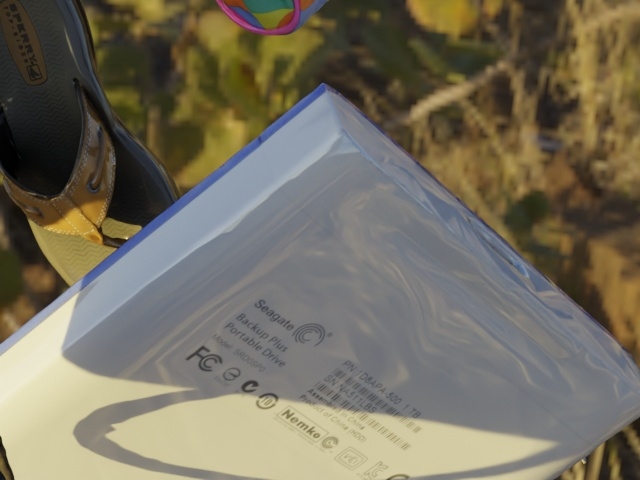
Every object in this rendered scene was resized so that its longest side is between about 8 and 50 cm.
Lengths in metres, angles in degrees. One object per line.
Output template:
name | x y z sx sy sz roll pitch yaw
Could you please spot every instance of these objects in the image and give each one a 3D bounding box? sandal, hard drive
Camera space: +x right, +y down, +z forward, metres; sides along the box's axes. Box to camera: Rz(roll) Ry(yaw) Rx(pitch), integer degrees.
sandal | -0.139 -0.052 1.050 0.090 0.219 0.060 -13 17 18
hard drive | -0.053 0.099 0.763 0.318 0.210 0.040 -38 40 16

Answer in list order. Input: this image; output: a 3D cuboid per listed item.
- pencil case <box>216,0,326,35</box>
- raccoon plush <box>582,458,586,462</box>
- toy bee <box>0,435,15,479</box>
pencil case | 0.028 -0.222 1.181 0.104 0.104 0.236 30 59 34
raccoon plush | 0.047 0.168 1.554 0.216 0.446 0.299 -10 43 -27
toy bee | -0.144 0.227 0.594 0.162 0.195 0.298 -13 37 -8
